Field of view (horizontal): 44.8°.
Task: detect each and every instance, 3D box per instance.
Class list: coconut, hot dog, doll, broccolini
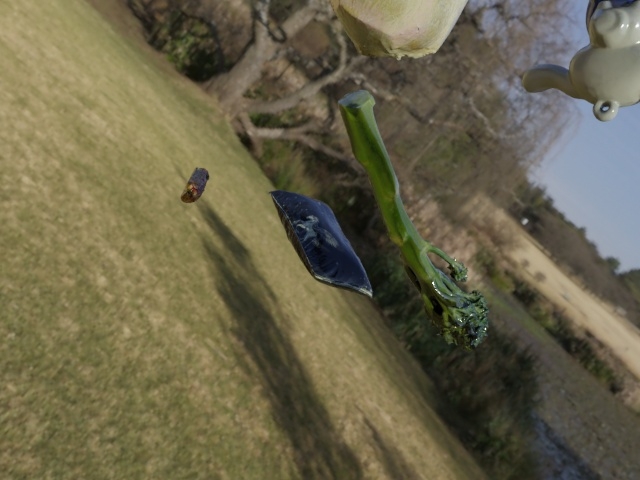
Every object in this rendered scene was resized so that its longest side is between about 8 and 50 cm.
[{"bbox_3d":[0.127,-0.404,1.255,0.227,0.230,0.227,21,30,-12],"label":"coconut"},{"bbox_3d":[-0.249,-0.109,1.553,0.038,0.062,0.144,26,16,-10],"label":"hot dog"},{"bbox_3d":[0.472,-0.297,1.136,0.311,0.242,0.159,40,-11,44],"label":"doll"},{"bbox_3d":[0.118,-0.014,0.870,0.079,0.074,0.392,14,-35,37],"label":"broccolini"}]

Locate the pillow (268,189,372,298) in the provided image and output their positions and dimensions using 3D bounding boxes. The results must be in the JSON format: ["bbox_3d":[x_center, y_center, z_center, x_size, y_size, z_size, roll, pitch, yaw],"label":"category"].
[{"bbox_3d":[0.000,0.000,1.231,0.141,0.055,0.208,20,31,-43],"label":"pillow"}]
